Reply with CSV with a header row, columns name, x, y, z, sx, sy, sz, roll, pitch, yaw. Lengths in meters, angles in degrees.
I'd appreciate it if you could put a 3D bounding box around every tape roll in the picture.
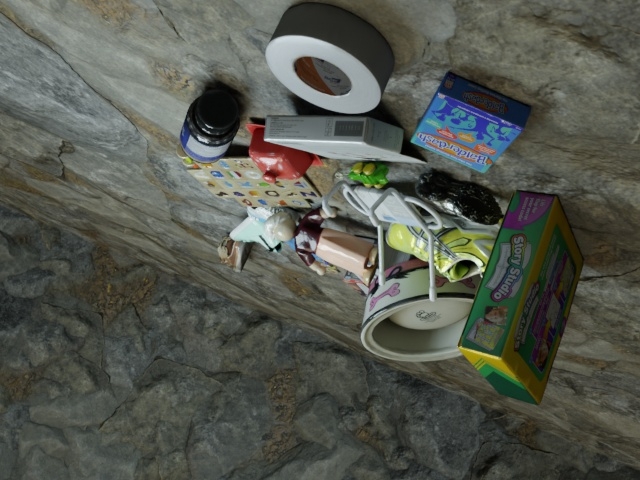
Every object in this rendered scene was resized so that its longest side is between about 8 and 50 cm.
name,x,y,z,sx,sy,sz,roll,pitch,yaw
tape roll,0.016,-0.316,1.297,0.219,0.072,0.219,22,162,7

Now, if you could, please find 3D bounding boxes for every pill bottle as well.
name,x,y,z,sx,sy,sz,roll,pitch,yaw
pill bottle,-0.254,-0.265,1.701,0.123,0.123,0.219,27,162,-10

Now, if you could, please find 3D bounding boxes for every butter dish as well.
name,x,y,z,sx,sy,sz,roll,pitch,yaw
butter dish,-0.101,-0.190,1.733,0.160,0.118,0.160,13,160,32

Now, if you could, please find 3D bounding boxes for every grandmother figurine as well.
name,x,y,z,sx,sy,sz,roll,pitch,yaw
grandmother figurine,0.000,0.000,2.071,0.342,0.208,0.104,19,-166,14

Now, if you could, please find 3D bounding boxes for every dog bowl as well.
name,x,y,z,sx,sy,sz,roll,pitch,yaw
dog bowl,0.307,0.190,2.051,0.408,0.150,0.408,-2,148,-1

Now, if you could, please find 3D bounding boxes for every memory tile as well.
name,x,y,z,sx,sy,sz,roll,pitch,yaw
memory tile,-0.010,0.079,2.573,0.113,0.012,0.148,4,154,46

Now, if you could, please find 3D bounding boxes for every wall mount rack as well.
name,x,y,z,sx,sy,sz,roll,pitch,yaw
wall mount rack,0.165,-0.010,1.786,0.304,0.130,0.350,48,163,-29

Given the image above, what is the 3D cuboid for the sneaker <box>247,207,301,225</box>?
name,x,y,z,sx,sy,sz,roll,pitch,yaw
sneaker,-0.147,-0.086,2.179,0.191,0.071,0.083,15,155,24

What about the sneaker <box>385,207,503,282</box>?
name,x,y,z,sx,sy,sz,roll,pitch,yaw
sneaker,0.297,0.016,1.787,0.145,0.147,0.385,34,161,-36

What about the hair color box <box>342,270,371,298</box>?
name,x,y,z,sx,sy,sz,roll,pitch,yaw
hair color box,0.164,0.158,2.519,0.093,0.053,0.167,7,155,44

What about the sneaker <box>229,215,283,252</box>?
name,x,y,z,sx,sy,sz,roll,pitch,yaw
sneaker,-0.201,-0.005,2.368,0.151,0.094,0.256,48,156,-5

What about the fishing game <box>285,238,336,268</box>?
name,x,y,z,sx,sy,sz,roll,pitch,yaw
fishing game,-0.057,-0.001,2.332,0.264,0.041,0.189,42,160,-12

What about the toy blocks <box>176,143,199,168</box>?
name,x,y,z,sx,sy,sz,roll,pitch,yaw
toy blocks,-0.325,-0.212,2.055,0.123,0.054,0.148,17,162,16

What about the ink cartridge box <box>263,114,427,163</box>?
name,x,y,z,sx,sy,sz,roll,pitch,yaw
ink cartridge box,0.058,-0.215,1.567,0.275,0.060,0.239,8,-178,39

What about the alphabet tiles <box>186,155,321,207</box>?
name,x,y,z,sx,sy,sz,roll,pitch,yaw
alphabet tiles,-0.181,-0.156,2.004,0.342,0.011,0.285,2,158,27

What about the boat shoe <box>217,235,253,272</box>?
name,x,y,z,sx,sy,sz,roll,pitch,yaw
boat shoe,-0.320,0.039,2.673,0.116,0.123,0.324,26,161,-2

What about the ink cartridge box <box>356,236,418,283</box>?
name,x,y,z,sx,sy,sz,roll,pitch,yaw
ink cartridge box,0.197,0.072,2.161,0.219,0.092,0.160,9,157,36

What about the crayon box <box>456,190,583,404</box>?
name,x,y,z,sx,sy,sz,roll,pitch,yaw
crayon box,0.440,0.129,1.576,0.106,0.363,0.313,11,158,36

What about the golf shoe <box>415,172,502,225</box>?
name,x,y,z,sx,sy,sz,roll,pitch,yaw
golf shoe,0.304,-0.089,1.618,0.198,0.077,0.094,28,174,9

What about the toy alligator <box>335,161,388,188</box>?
name,x,y,z,sx,sy,sz,roll,pitch,yaw
toy alligator,0.103,-0.159,1.687,0.056,0.051,0.190,49,161,-29

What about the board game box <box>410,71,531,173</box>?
name,x,y,z,sx,sy,sz,roll,pitch,yaw
board game box,0.266,-0.208,1.339,0.160,0.047,0.210,23,163,1
